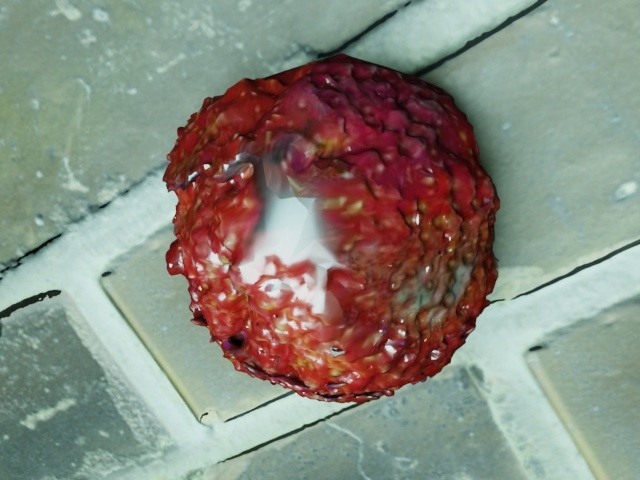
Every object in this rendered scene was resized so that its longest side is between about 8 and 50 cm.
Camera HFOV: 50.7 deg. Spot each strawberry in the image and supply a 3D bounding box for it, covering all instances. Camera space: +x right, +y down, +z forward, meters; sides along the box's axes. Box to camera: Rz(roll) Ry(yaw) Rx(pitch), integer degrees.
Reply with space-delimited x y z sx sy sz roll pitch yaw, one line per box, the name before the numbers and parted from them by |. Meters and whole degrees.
strawberry | 0.000 0.000 0.490 0.274 0.220 0.274 4 107 11
